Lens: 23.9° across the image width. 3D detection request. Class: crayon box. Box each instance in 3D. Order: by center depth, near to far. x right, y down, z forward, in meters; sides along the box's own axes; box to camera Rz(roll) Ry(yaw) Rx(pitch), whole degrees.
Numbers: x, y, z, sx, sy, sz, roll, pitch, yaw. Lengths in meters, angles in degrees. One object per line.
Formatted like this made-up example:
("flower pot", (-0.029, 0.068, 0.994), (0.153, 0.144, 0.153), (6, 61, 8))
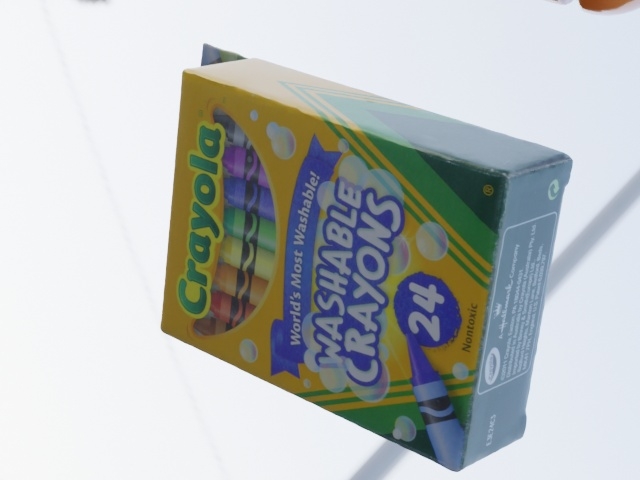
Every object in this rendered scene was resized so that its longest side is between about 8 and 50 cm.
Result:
("crayon box", (0.000, 0.000, 1.042), (0.323, 0.083, 0.203), (21, -65, 35))

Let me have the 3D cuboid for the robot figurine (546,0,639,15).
("robot figurine", (0.135, -0.211, 0.905), (0.219, 0.128, 0.158), (22, -16, 17))
